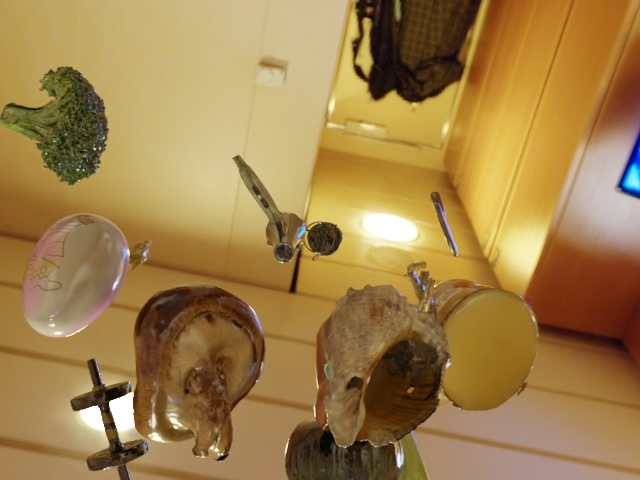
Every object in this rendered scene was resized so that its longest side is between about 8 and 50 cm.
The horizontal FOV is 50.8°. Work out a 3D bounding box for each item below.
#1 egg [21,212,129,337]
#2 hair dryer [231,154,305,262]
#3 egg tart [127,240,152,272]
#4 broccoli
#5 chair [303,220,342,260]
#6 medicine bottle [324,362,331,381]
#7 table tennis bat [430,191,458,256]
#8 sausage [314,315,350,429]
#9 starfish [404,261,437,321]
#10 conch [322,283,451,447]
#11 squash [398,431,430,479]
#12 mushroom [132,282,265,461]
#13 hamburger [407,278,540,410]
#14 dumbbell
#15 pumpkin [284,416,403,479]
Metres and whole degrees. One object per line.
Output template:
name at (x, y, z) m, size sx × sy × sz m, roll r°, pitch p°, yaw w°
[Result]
egg at (-0.510, 0.068, 1.389) m, size 0.196 × 0.196 × 0.271 m, roll 20°, pitch -127°, yaw 17°
hair dryer at (-0.094, -0.043, 1.324) m, size 0.088 × 0.225 × 0.219 m, roll -31°, pitch -145°, yaw 5°
egg tart at (-0.450, 0.044, 1.600) m, size 0.049 × 0.129 × 0.129 m, roll 59°, pitch -153°, yaw -6°
broccoli at (-0.498, -0.217, 1.253) m, size 0.194 × 0.220 × 0.194 m, roll 11°, pitch -164°, yaw -3°
chair at (0.000, -0.001, 1.704) m, size 0.104 × 0.095 × 0.221 m, roll 5°, pitch -178°, yaw 8°
medicine bottle at (0.105, 0.220, 1.313) m, size 0.208 × 0.090 × 0.053 m, roll -19°, pitch -164°, yaw -28°
table tennis bat at (0.282, -0.056, 1.289) m, size 0.119 × 0.107 × 0.170 m, roll -21°, pitch -143°, yaw 12°
sausage at (0.037, 0.310, 1.628) m, size 0.094 × 0.097 × 0.348 m, roll 19°, pitch -146°, yaw -12°
starfish at (0.184, 0.122, 1.208) m, size 0.053 × 0.209 × 0.150 m, roll -1°, pitch -116°, yaw 12°
conch at (0.083, 0.173, 0.924) m, size 0.178 × 0.163 × 0.245 m, roll 6°, pitch -126°, yaw 22°
squash at (0.240, 0.634, 1.948) m, size 0.118 × 0.118 × 0.370 m, roll -4°, pitch -122°, yaw -35°
mushroom at (-0.242, 0.265, 1.409) m, size 0.345 × 0.345 × 0.259 m, roll -11°, pitch -160°, yaw -44°
hamburger at (0.301, 0.233, 1.433) m, size 0.261 × 0.303 × 0.186 m, roll 20°, pitch 174°, yaw -23°
dumbbell at (-0.499, 0.437, 1.595) m, size 0.143 × 0.325 × 0.143 m, roll -16°, pitch 177°, yaw -1°
pumpkin at (0.058, 0.553, 1.672) m, size 0.315 × 0.238 × 0.315 m, roll -6°, pitch 167°, yaw -1°
